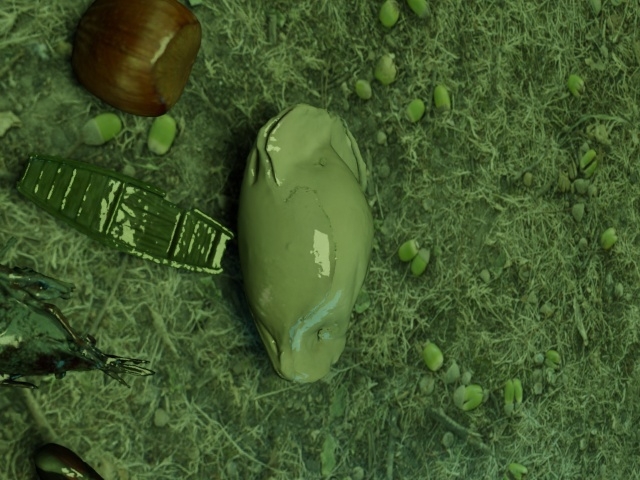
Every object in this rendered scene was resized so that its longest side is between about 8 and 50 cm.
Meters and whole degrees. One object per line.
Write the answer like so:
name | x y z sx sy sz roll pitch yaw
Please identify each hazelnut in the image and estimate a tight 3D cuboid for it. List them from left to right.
hazelnut | -0.222 -0.230 1.123 0.150 0.150 0.150 -2 93 -36

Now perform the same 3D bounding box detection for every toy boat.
toy boat | -0.243 -0.033 1.162 0.293 0.055 0.093 24 79 -35

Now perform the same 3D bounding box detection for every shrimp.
shrimp | -0.353 0.069 1.030 0.372 0.137 0.172 16 99 -34

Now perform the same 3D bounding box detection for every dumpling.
dumpling | 0.001 0.004 1.274 0.260 0.181 0.341 -13 79 -57

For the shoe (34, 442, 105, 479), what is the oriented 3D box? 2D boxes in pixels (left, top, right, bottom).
shoe | -0.289 0.373 1.118 0.137 0.114 0.291 -31 113 -25
